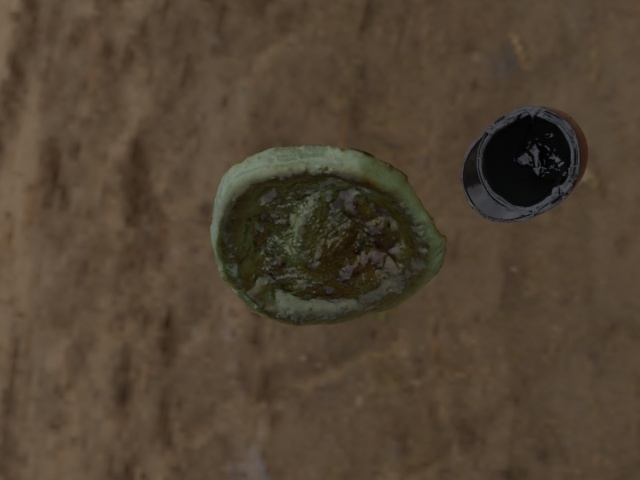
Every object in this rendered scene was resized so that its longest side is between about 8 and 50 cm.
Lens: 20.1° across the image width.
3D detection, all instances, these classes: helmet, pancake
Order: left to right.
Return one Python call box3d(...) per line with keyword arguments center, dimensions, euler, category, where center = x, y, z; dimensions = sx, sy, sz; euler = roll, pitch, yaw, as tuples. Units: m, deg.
box3d(center=(0.000, -0.001, 0.773), dimensions=(0.108, 0.108, 0.017), euler=(-50, 25, 37), category="pancake")
box3d(center=(0.132, -0.050, 1.122), dimensions=(0.084, 0.049, 0.065), euler=(-33, 85, 29), category="helmet")
